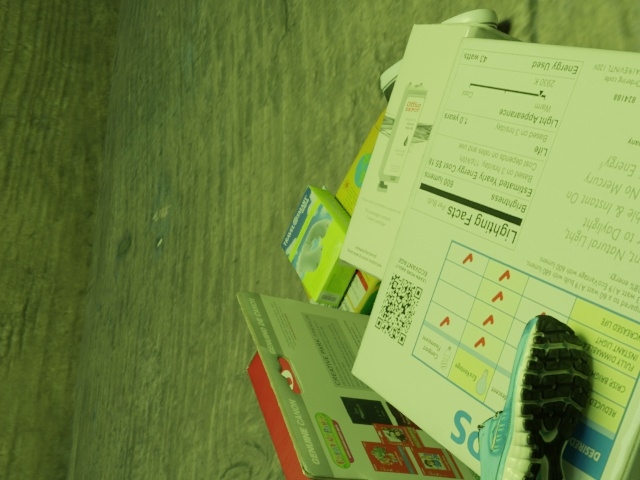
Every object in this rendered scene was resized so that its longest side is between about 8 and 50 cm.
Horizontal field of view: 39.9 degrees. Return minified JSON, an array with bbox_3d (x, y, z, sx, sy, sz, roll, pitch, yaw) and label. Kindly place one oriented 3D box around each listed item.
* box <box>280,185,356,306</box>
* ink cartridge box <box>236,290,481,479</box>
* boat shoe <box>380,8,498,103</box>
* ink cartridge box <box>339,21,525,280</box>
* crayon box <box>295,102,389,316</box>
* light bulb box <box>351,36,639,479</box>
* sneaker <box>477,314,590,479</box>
[{"bbox_3d":[0.000,0.000,1.255,0.109,0.042,0.178,-64,31,20],"label":"box"},{"bbox_3d":[0.030,0.216,1.034,0.130,0.272,0.309,-62,31,23],"label":"ink cartridge box"},{"bbox_3d":[0.164,-0.235,1.214,0.228,0.080,0.076,-27,72,50],"label":"boat shoe"},{"bbox_3d":[0.170,-0.077,0.988,0.117,0.207,0.283,26,100,59],"label":"ink cartridge box"},{"bbox_3d":[0.089,-0.017,1.232,0.318,0.081,0.202,-61,32,26],"label":"crayon box"},{"bbox_3d":[0.249,0.032,0.781,0.358,0.225,0.361,30,104,60],"label":"light bulb box"},{"bbox_3d":[0.140,0.131,0.636,0.073,0.063,0.162,10,87,61],"label":"sneaker"}]
